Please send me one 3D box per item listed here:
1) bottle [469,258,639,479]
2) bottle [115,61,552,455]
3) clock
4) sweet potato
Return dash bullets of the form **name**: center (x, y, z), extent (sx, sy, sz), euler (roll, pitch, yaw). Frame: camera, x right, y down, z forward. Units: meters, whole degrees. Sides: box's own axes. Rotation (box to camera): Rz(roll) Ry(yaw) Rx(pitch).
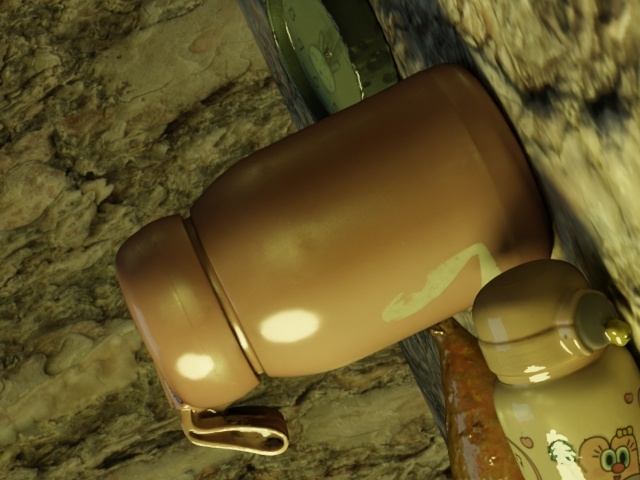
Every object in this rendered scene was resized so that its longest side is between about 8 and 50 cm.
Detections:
- **bottle**: center (0.170, 0.114, 0.795), extent (0.110, 0.097, 0.209), euler (-7, 111, 54)
- **bottle**: center (0.009, 0.021, 0.895), extent (0.173, 0.296, 0.207), euler (-134, 19, -78)
- **clock**: center (0.009, -0.189, 1.243), extent (0.215, 0.042, 0.215), euler (56, 164, 26)
- **sweet potato**: center (0.189, 0.228, 1.232), extent (0.131, 0.131, 0.337), euler (79, 166, -81)
